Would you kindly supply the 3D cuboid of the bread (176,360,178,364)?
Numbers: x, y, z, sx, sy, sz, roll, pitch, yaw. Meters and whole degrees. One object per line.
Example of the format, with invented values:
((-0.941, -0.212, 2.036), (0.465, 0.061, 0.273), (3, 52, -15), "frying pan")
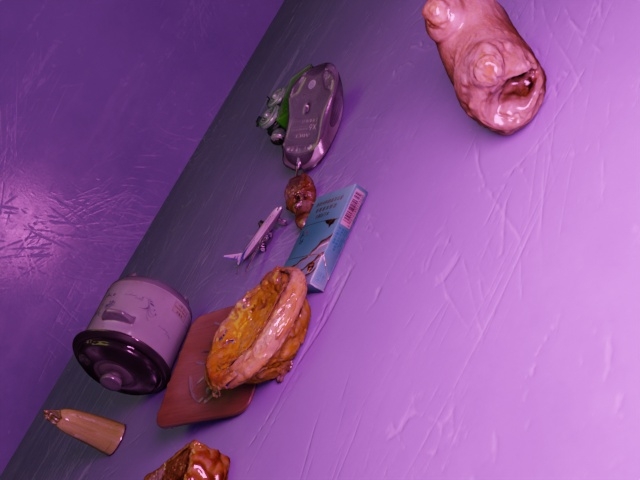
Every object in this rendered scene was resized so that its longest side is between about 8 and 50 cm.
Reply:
((-0.299, 0.287, 1.565), (0.110, 0.060, 0.066), (-44, 11, 36), "bread")

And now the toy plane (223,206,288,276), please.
((-0.153, -0.005, 1.663), (0.226, 0.058, 0.226), (-40, 23, 29), "toy plane")

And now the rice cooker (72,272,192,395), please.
((-0.487, 0.258, 1.741), (0.316, 0.264, 0.317), (8, -90, -80), "rice cooker")

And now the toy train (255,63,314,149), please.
((-0.069, -0.378, 1.917), (0.188, 0.132, 0.243), (-26, 36, 38), "toy train")

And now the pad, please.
((-0.217, 0.254, 1.410), (0.286, 0.018, 0.284), (-21, 40, 36), "pad")

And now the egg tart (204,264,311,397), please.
((-0.106, 0.181, 1.249), (0.291, 0.107, 0.291), (-46, 20, 21), "egg tart")

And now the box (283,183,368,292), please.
((-0.001, 0.000, 1.351), (0.162, 0.041, 0.229), (-13, 48, 60), "box")

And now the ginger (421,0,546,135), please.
((0.246, -0.289, 1.026), (0.130, 0.221, 0.276), (-36, 20, 23), "ginger")

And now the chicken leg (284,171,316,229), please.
((-0.042, -0.081, 1.538), (0.084, 0.069, 0.198), (-26, 36, 10), "chicken leg")

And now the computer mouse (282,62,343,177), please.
((-0.021, -0.280, 1.722), (0.167, 0.090, 0.380), (6, 77, 44), "computer mouse")

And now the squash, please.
((-0.635, 0.495, 1.773), (0.094, 0.224, 0.094), (-37, 34, 31), "squash")

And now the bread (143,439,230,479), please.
((-0.255, 0.470, 1.165), (0.222, 0.096, 0.181), (-43, 26, 27), "bread")
